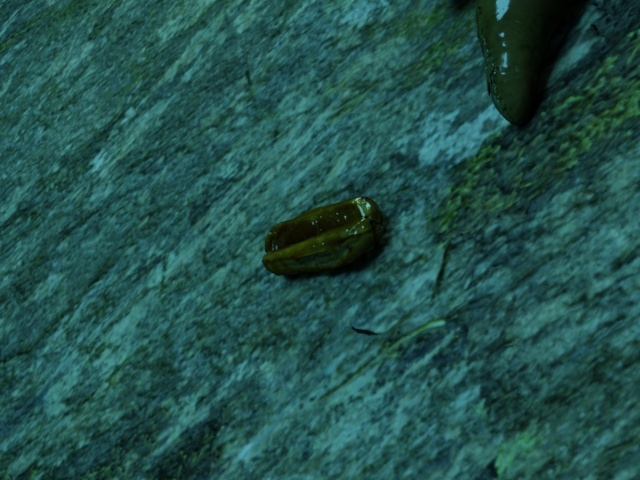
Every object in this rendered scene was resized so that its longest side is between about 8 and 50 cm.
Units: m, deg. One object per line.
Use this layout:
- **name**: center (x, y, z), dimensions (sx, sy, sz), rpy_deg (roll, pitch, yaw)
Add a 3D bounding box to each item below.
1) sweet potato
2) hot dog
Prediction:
- **sweet potato**: center (0.205, -0.255, 1.600), dimensions (0.310, 0.098, 0.124), rpy_deg (-63, 13, 15)
- **hot dog**: center (0.001, 0.001, 1.688), dimensions (0.144, 0.038, 0.062), rpy_deg (-19, 51, 44)
